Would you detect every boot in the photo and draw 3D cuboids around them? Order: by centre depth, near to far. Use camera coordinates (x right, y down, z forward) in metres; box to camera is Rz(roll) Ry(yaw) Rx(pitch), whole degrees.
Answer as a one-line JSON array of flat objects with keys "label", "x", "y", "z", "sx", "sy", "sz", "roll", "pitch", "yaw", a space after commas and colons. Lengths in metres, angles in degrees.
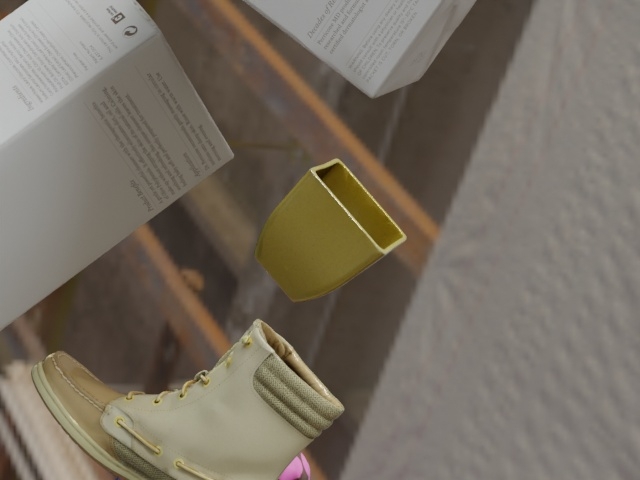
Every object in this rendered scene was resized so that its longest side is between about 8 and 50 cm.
[{"label": "boot", "x": -0.128, "y": 0.145, "z": 1.586, "sx": 0.262, "sy": 0.095, "sz": 0.203, "roll": 41, "pitch": -80, "yaw": 11}]

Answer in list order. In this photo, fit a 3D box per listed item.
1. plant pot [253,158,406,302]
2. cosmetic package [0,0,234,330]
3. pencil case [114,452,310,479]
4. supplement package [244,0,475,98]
[{"label": "plant pot", "x": 0.000, "y": 0.000, "z": 1.220, "sx": 0.083, "sy": 0.081, "sz": 0.081, "roll": -42, "pitch": -94, "yaw": 16}, {"label": "cosmetic package", "x": -0.289, "y": -0.065, "z": 1.550, "sx": 0.155, "sy": 0.365, "sz": 0.197, "roll": 49, "pitch": -8, "yaw": 39}, {"label": "pencil case", "x": -0.113, "y": 0.265, "z": 1.821, "sx": 0.095, "sy": 0.209, "sz": 0.098, "roll": 5, "pitch": -94, "yaw": 54}, {"label": "supplement package", "x": -0.003, "y": -0.279, "z": 1.381, "sx": 0.293, "sy": 0.177, "sz": 0.175, "roll": 37, "pitch": -72, "yaw": 6}]
